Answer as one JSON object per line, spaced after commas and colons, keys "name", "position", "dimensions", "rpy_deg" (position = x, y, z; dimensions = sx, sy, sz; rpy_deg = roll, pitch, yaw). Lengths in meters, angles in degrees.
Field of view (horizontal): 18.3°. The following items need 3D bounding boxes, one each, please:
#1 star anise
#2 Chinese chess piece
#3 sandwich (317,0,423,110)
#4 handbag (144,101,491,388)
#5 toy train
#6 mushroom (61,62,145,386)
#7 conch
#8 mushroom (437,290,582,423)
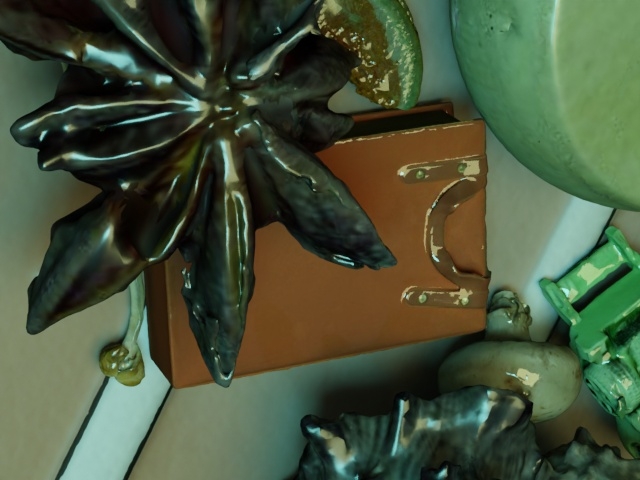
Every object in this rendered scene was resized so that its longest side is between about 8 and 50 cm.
{"name": "star anise", "position": [-0.058, -0.068, 0.951], "dimensions": [0.212, 0.129, 0.283], "rpy_deg": [-16, 103, -18]}
{"name": "Chinese chess piece", "position": [0.189, -0.139, 1.082], "dimensions": [0.250, 0.101, 0.250], "rpy_deg": [-13, 117, -27]}
{"name": "sandwich", "position": [0.005, -0.120, 1.050], "dimensions": [0.135, 0.029, 0.067], "rpy_deg": [21, 97, -30]}
{"name": "handbag", "position": [0.000, 0.000, 1.075], "dimensions": [0.190, 0.063, 0.127], "rpy_deg": [-9, 111, -20]}
{"name": "toy train", "position": [0.201, 0.073, 1.193], "dimensions": [0.099, 0.081, 0.149], "rpy_deg": [-39, 126, -10]}
{"name": "mushroom", "position": [-0.117, -0.054, 1.022], "dimensions": [0.026, 0.028, 0.286], "rpy_deg": [2, 112, 18]}
{"name": "conch", "position": [0.103, 0.188, 1.113], "dimensions": [0.240, 0.186, 0.313], "rpy_deg": [-44, 126, -1]}
{"name": "mushroom", "position": [0.109, 0.068, 1.151], "dimensions": [0.085, 0.085, 0.079], "rpy_deg": [4, 77, -27]}
